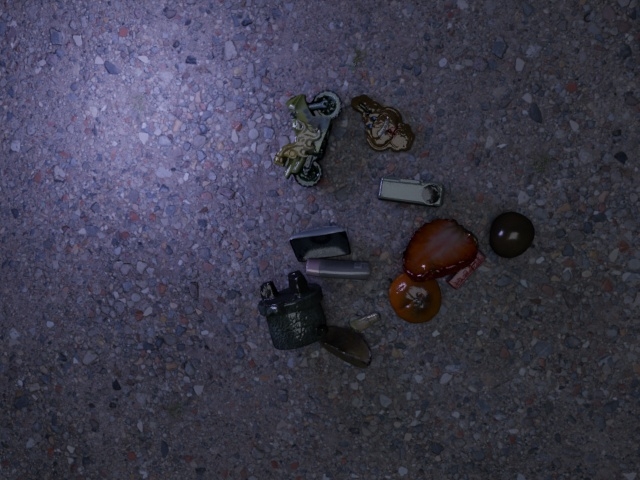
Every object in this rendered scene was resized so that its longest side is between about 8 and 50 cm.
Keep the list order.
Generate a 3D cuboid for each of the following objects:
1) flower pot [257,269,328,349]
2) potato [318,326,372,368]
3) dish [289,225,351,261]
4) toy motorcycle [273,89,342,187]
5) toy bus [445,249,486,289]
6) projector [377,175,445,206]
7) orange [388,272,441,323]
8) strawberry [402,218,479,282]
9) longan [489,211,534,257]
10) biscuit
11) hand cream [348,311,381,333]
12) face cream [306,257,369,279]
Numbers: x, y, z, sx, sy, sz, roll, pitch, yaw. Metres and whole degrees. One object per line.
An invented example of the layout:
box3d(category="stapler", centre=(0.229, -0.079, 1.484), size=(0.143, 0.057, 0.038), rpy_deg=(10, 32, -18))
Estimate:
box3d(category="flower pot", centre=(-0.119, 0.285, 1.867), size=(0.299, 0.299, 0.283), rpy_deg=(-13, 96, 7))
box3d(category="potato", centre=(0.116, 0.463, 1.969), size=(0.261, 0.100, 0.120), rpy_deg=(24, 57, 19))
box3d(category="dish", centre=(0.000, 0.000, 1.931), size=(0.243, 0.182, 0.080), rpy_deg=(-9, 55, 7))
box3d(category="toy motorcycle", centre=(-0.062, -0.436, 1.887), size=(0.236, 0.169, 0.410), rpy_deg=(16, 95, 7))
box3d(category="toy bus", centre=(0.609, 0.119, 1.881), size=(0.065, 0.077, 0.192), rpy_deg=(40, 98, 1))
box3d(category="projector", centre=(0.365, -0.199, 1.835), size=(0.256, 0.192, 0.099), rpy_deg=(9, 95, 7))
box3d(category="orange", centre=(0.392, 0.234, 1.867), size=(0.224, 0.170, 0.224), rpy_deg=(0, 92, 5))
box3d(category="strawberry", centre=(0.472, 0.065, 1.813), size=(0.336, 0.149, 0.265), rpy_deg=(-35, 50, -18))
box3d(category="longan", centre=(0.769, -0.022, 1.816), size=(0.189, 0.189, 0.189), rpy_deg=(0, 93, 7))
box3d(category="biscuit", centre=(0.254, -0.493, 1.909), size=(0.183, 0.047, 0.320), rpy_deg=(-37, 87, 5))
box3d(category="hand cream", centre=(0.195, 0.355, 1.966), size=(0.143, 0.039, 0.061), rpy_deg=(-30, 91, 12))
box3d(category="face cream", centre=(0.073, 0.120, 1.931), size=(0.269, 0.107, 0.073), rpy_deg=(4, 113, 1))
